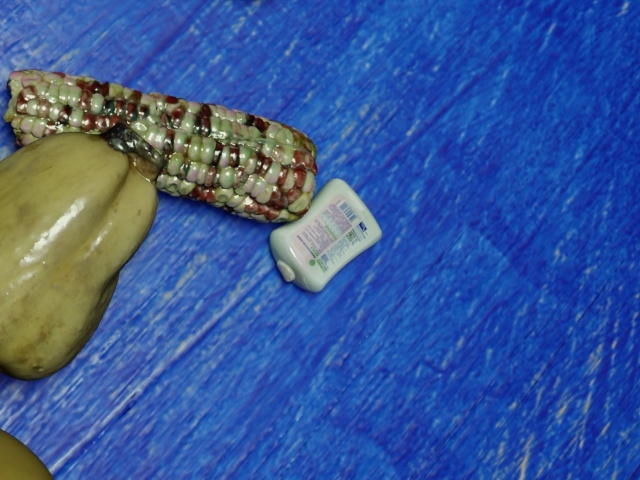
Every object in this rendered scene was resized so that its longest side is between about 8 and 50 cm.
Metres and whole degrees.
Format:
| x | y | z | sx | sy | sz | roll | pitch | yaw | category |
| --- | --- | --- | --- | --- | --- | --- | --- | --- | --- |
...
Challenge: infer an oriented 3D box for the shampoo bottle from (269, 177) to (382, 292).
| x | y | z | sx | sy | sz | roll | pitch | yaw | category |
| --- | --- | --- | --- | --- | --- | --- | --- | --- | --- |
| 0.000 | 0.000 | 1.170 | 0.099 | 0.043 | 0.072 | -42 | 102 | -20 | shampoo bottle |

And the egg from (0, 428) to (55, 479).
| x | y | z | sx | sy | sz | roll | pitch | yaw | category |
| --- | --- | --- | --- | --- | --- | --- | --- | --- | --- |
| -0.331 | 0.241 | 0.885 | 0.322 | 0.250 | 0.250 | -26 | 97 | -10 | egg |

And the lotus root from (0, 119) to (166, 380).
| x | y | z | sx | sy | sz | roll | pitch | yaw | category |
| --- | --- | --- | --- | --- | --- | --- | --- | --- | --- |
| -0.222 | 0.018 | 1.011 | 0.257 | 0.140 | 0.154 | -49 | 137 | -5 | lotus root |

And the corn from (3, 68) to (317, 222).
| x | y | z | sx | sy | sz | roll | pitch | yaw | category |
| --- | --- | --- | --- | --- | --- | --- | --- | --- | --- |
| -0.131 | -0.079 | 1.095 | 0.280 | 0.092 | 0.092 | 12 | 81 | -20 | corn |
